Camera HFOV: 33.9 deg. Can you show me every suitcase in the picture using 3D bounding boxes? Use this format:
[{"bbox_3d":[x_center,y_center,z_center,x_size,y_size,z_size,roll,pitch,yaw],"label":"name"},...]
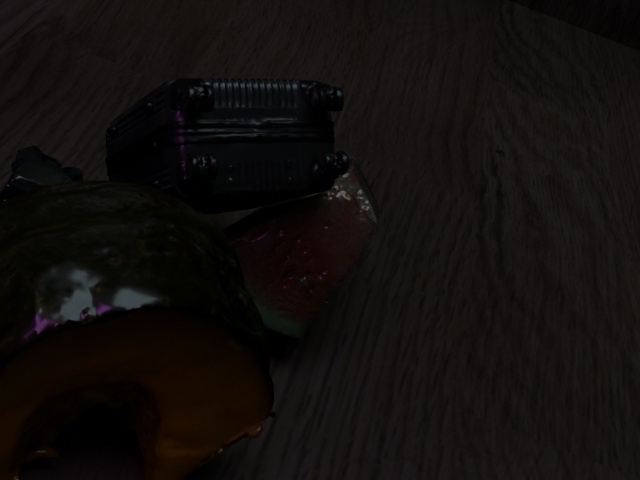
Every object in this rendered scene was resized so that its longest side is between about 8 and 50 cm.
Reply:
[{"bbox_3d":[-0.113,-0.101,1.165,0.202,0.128,0.312,-4,-3,-25],"label":"suitcase"}]

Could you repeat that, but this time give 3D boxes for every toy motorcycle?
[{"bbox_3d":[-0.300,-0.029,1.193,0.159,0.106,0.270,32,15,-11],"label":"toy motorcycle"}]

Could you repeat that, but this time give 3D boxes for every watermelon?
[{"bbox_3d":[0.000,0.000,1.249,0.318,0.226,0.148,-38,97,-46],"label":"watermelon"}]

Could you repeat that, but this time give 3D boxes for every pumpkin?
[{"bbox_3d":[-0.202,0.083,0.965,0.303,0.256,0.225,13,28,-41],"label":"pumpkin"}]
